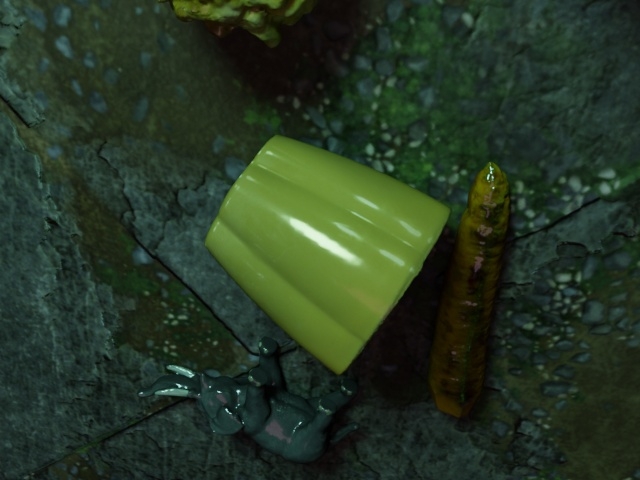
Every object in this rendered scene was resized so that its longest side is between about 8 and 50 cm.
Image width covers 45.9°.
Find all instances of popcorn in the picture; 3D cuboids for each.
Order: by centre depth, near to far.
[{"bbox_3d":[-0.071,-0.241,0.580,0.174,0.142,0.173,4,125,5],"label":"popcorn"}]

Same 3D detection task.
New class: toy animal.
[{"bbox_3d":[-0.082,0.188,0.912,0.270,0.082,0.137,20,124,-3],"label":"toy animal"}]

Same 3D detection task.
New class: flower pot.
[{"bbox_3d":[0.000,0.000,0.718,0.179,0.195,0.195,34,124,4],"label":"flower pot"}]

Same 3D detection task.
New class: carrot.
[{"bbox_3d":[0.157,0.060,0.790,0.066,0.066,0.314,7,124,6],"label":"carrot"}]
